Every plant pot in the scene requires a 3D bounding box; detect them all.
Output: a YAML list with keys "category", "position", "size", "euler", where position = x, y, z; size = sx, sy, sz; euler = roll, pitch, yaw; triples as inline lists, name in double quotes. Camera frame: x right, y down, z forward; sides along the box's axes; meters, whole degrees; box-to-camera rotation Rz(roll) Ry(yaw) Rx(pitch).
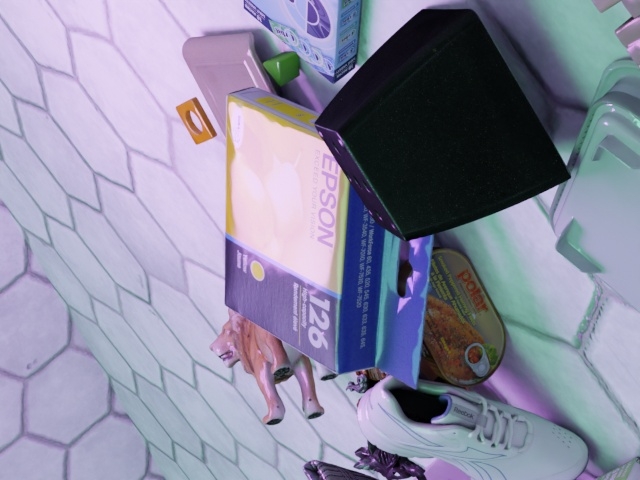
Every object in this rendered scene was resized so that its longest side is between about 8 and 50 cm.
- category: "plant pot"
  position: [0.104, -0.102, 1.340]
  size: [0.187, 0.167, 0.188]
  euler: [57, 175, -14]

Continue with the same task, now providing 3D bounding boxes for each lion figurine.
- category: "lion figurine"
  position: [-0.066, 0.140, 2.137]
  size: [0.392, 0.142, 0.240]
  euler: [116, 141, -59]

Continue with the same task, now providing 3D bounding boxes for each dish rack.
- category: "dish rack"
  position: [0.347, 0.017, 1.260]
  size: [0.333, 0.072, 0.285]
  euler: [42, 156, 18]

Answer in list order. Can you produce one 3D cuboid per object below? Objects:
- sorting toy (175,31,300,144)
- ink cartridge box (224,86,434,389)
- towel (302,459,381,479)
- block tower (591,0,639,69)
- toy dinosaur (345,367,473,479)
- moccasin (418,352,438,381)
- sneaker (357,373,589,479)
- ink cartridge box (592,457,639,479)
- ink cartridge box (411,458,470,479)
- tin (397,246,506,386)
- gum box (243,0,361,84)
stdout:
- category: "sorting toy"
  position: [-0.093, -0.185, 1.814]
  size: [0.347, 0.047, 0.196]
  euler: [8, 126, 55]
- category: "ink cartridge box"
  position: [0.000, 0.000, 1.666]
  size: [0.307, 0.072, 0.304]
  euler: [28, 124, 42]
- category: "towel"
  position: [0.142, 0.431, 1.824]
  size: [0.324, 0.056, 0.312]
  euler: [52, -169, 35]
- category: "block tower"
  position: [0.333, -0.115, 1.052]
  size: [0.335, 0.091, 0.097]
  euler: [53, 158, -4]
- category: "toy dinosaur"
  position: [0.127, 0.221, 1.907]
  size: [0.322, 0.164, 0.218]
  euler: [-122, 27, -49]
- category: "moccasin"
  position: [0.031, 0.063, 1.858]
  size: [0.380, 0.147, 0.139]
  euler: [19, 162, 46]
- category: "sneaker"
  position: [0.193, 0.242, 1.714]
  size: [0.297, 0.111, 0.129]
  euler: [13, 157, 1]
- category: "ink cartridge box"
  position: [0.332, 0.423, 1.692]
  size: [0.273, 0.115, 0.198]
  euler: [-36, 93, 35]
- category: "ink cartridge box"
  position: [0.242, 0.483, 2.112]
  size: [0.283, 0.117, 0.207]
  euler: [44, 157, 16]
- category: "tin"
  position: [0.160, 0.093, 1.685]
  size: [0.190, 0.106, 0.040]
  euler: [61, 163, -22]
- category: "gum box"
  position: [-0.023, -0.285, 1.530]
  size: [0.157, 0.041, 0.184]
  euler: [42, 157, 20]
